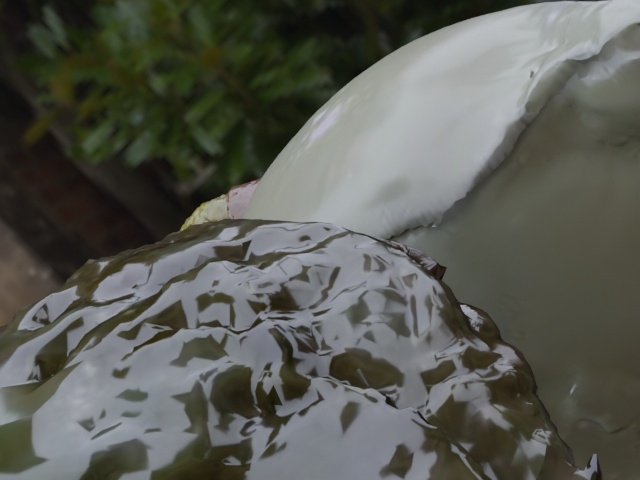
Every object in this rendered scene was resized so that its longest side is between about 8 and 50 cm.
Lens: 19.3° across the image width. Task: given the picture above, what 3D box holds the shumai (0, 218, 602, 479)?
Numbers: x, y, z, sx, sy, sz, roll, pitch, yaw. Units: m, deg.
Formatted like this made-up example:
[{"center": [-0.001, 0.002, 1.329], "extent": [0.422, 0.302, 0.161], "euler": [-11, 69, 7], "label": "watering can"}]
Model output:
[{"center": [-0.083, 0.122, 0.550], "extent": [0.346, 0.283, 0.217], "euler": [-111, 23, -51], "label": "shumai"}]

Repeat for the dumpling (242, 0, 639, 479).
[{"center": [0.123, 0.034, 0.871], "extent": [0.395, 0.316, 0.233], "euler": [-48, 21, 45], "label": "dumpling"}]

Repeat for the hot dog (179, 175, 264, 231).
[{"center": [-0.003, 0.001, 1.338], "extent": [0.262, 0.123, 0.093], "euler": [-28, 25, 19], "label": "hot dog"}]
